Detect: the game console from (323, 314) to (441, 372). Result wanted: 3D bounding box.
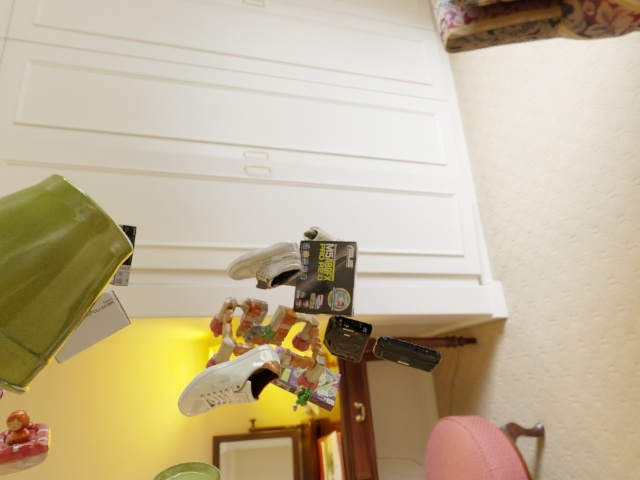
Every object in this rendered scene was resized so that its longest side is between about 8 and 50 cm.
[{"bbox_3d":[0.186,0.338,1.361,0.213,0.360,0.044,99,-171,-52],"label":"game console"}]

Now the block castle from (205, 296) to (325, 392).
[{"bbox_3d":[-0.218,0.427,1.749,0.213,0.452,0.303,-61,24,28],"label":"block castle"}]

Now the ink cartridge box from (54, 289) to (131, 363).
[{"bbox_3d":[-0.663,0.235,1.246,0.114,0.196,0.272,62,154,-6],"label":"ink cartridge box"}]

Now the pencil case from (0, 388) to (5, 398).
[{"bbox_3d":[-0.972,0.377,1.318,0.095,0.098,0.210,24,92,29],"label":"pencil case"}]

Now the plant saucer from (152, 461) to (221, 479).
[{"bbox_3d":[-0.472,0.862,1.538,0.241,0.240,0.037,-170,81,-74],"label":"plant saucer"}]

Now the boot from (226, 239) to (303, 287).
[{"bbox_3d":[-0.181,0.098,1.408,0.095,0.258,0.124,54,-165,-52],"label":"boot"}]

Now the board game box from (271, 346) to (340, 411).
[{"bbox_3d":[-0.082,0.635,2.034,0.056,0.346,0.208,-64,1,33],"label":"board game box"}]

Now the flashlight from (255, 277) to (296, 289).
[{"bbox_3d":[-0.111,0.171,1.805,0.103,0.303,0.103,-89,9,-63],"label":"flashlight"}]

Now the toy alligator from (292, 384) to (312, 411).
[{"bbox_3d":[-0.059,0.557,1.551,0.189,0.051,0.056,-7,-105,-84],"label":"toy alligator"}]

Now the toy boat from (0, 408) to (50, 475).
[{"bbox_3d":[-0.875,0.568,1.269,0.231,0.150,0.151,4,97,59],"label":"toy boat"}]

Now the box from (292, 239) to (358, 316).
[{"bbox_3d":[0.022,0.135,1.582,0.060,0.216,0.270,49,-135,-68],"label":"box"}]

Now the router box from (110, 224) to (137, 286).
[{"bbox_3d":[-0.612,0.041,1.310,0.133,0.046,0.179,3,84,42],"label":"router box"}]

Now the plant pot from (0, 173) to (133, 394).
[{"bbox_3d":[-0.609,0.058,0.914,0.353,0.366,0.366,-49,-2,-27],"label":"plant pot"}]

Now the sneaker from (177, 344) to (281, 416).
[{"bbox_3d":[-0.236,0.384,1.133,0.106,0.290,0.123,64,172,-32],"label":"sneaker"}]

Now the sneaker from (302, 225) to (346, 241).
[{"bbox_3d":[0.000,0.000,1.795,0.108,0.169,0.292,-63,14,-9],"label":"sneaker"}]
